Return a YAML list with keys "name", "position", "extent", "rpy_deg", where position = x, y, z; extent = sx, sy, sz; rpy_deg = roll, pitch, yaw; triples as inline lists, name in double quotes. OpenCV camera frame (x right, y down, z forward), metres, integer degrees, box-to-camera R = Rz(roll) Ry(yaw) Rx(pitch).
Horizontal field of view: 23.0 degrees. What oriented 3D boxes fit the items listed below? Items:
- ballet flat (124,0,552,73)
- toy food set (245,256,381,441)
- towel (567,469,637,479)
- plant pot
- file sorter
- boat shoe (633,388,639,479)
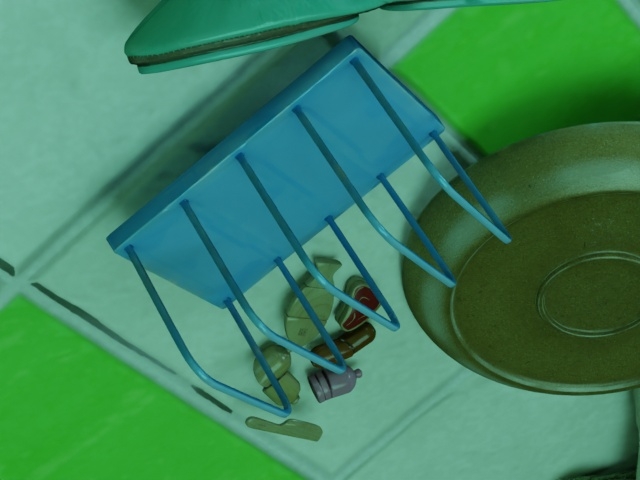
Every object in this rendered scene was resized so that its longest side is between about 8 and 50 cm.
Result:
- name: "ballet flat"
  position: [0.016, -0.147, 0.784]
  extent: [0.247, 0.083, 0.087]
  rpy_deg: [-13, 106, -12]
- name: "toy food set"
  position: [0.000, 0.066, 0.975]
  extent: [0.078, 0.019, 0.122]
  rpy_deg: [16, 111, -31]
- name: "towel"
  position: [0.236, 0.210, 1.174]
  extent: [0.148, 0.027, 0.110]
  rpy_deg: [-6, 128, -20]
- name: "plant pot"
  position: [0.168, 0.025, 0.951]
  extent: [0.236, 0.032, 0.236]
  rpy_deg: [-1, 136, 0]
- name: "file sorter"
  position: [0.000, 0.000, 0.845]
  extent: [0.170, 0.104, 0.118]
  rpy_deg: [-39, 150, 11]
- name: "boat shoe"
  position: [0.266, 0.164, 1.098]
  extent: [0.075, 0.065, 0.206]
  rpy_deg: [-23, 119, -16]
